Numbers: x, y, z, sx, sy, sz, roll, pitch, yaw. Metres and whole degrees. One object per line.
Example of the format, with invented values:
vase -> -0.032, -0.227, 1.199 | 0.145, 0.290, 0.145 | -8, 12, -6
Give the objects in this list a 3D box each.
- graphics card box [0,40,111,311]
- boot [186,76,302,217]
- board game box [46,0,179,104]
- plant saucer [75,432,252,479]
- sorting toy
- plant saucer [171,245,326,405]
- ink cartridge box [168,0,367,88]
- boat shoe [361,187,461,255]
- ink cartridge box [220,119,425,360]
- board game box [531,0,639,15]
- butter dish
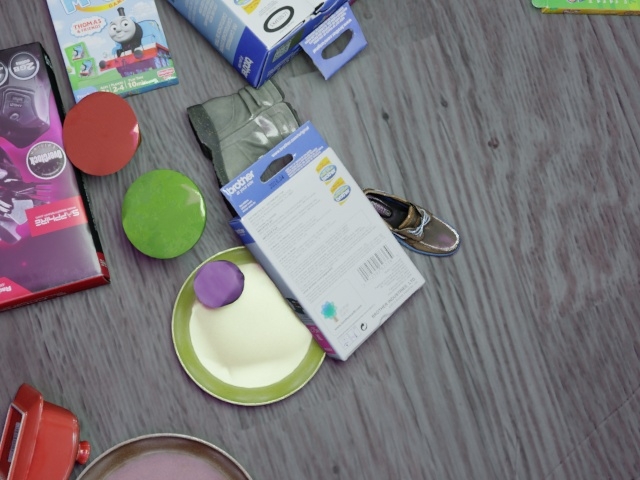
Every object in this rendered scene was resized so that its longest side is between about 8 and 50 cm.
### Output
graphics card box -> -0.473, -0.086, 1.338 | 0.233, 0.094, 0.371 | -15, 85, -6
boot -> -0.089, -0.132, 1.380 | 0.161, 0.083, 0.246 | -23, 81, -8
board game box -> -0.327, -0.326, 1.402 | 0.160, 0.039, 0.211 | -17, 85, -6
plant saucer -> -0.231, 0.439, 1.331 | 0.311, 0.050, 0.310 | 0, 85, -6
sorting toy -> -0.225, -0.059, 1.332 | 0.127, 0.126, 0.365 | -40, 84, 12
plant saucer -> -0.105, 0.129, 1.379 | 0.241, 0.037, 0.241 | 0, 85, -5
ink cartridge box -> -0.090, -0.425, 1.359 | 0.395, 0.151, 0.270 | 45, 72, 2
boat shoe -> 0.136, -0.026, 1.401 | 0.183, 0.066, 0.066 | 22, 83, -3
ink cartridge box -> 0.000, 0.000, 1.339 | 0.186, 0.065, 0.311 | -41, 105, -21
board game box -> 0.469, -0.436, 1.490 | 0.259, 0.039, 0.124 | 1, 84, -8
butter dish -> -0.389, 0.297, 1.296 | 0.118, 0.160, 0.160 | 16, 82, -27
